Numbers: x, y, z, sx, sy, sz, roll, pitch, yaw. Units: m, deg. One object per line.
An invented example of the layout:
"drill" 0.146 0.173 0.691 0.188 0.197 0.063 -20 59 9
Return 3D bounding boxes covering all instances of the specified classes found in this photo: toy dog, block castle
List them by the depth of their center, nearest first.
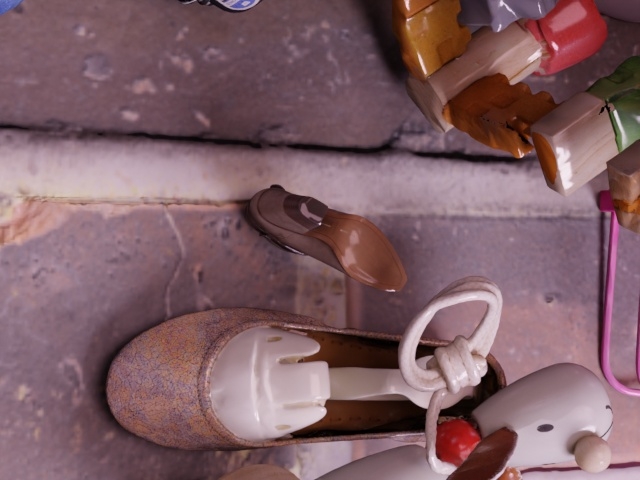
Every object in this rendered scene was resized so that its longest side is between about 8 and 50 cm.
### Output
"block castle" 0.229 -0.181 1.137 0.213 0.453 0.303 -34 126 -18
"toy dog" 0.070 0.206 1.175 0.333 0.161 0.220 -41 136 3

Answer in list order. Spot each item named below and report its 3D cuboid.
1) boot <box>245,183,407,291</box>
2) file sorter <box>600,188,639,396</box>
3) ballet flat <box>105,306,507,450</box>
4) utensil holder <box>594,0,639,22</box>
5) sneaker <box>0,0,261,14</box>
"boot" 0.000 0.000 1.253 0.118 0.087 0.042 41 69 -18
"file sorter" 0.366 0.051 1.329 0.202 0.290 0.182 3 90 -14
"ballet flat" 0.003 0.101 1.239 0.316 0.106 0.108 0 86 -30
"utensil holder" 0.366 -0.347 1.312 0.327 0.385 0.328 1 88 -31
"sneaker" -0.095 -0.222 1.184 0.330 0.129 0.147 -29 100 -28
